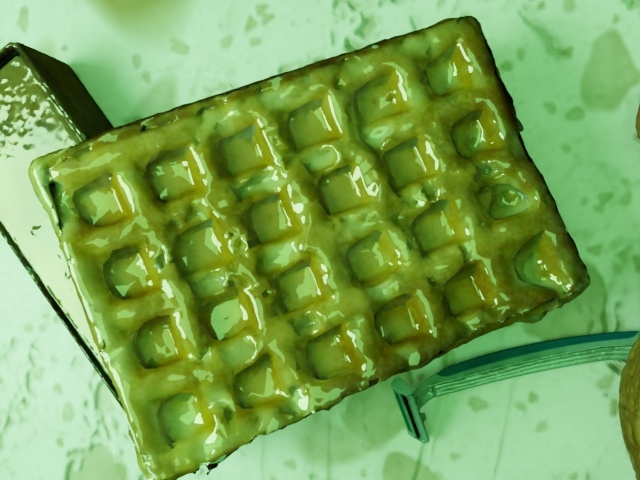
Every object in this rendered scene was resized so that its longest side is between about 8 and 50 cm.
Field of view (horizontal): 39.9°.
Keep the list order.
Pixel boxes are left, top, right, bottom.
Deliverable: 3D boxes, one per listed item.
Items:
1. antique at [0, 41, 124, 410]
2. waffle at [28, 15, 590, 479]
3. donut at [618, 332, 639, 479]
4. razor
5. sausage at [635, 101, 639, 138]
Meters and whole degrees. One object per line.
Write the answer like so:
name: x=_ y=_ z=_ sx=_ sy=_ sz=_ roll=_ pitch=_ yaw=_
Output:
antique: x=-0.155 y=0.007 z=0.652 sx=0.093 sy=0.087 sz=0.310 roll=-37 pitch=83 yaw=8
waffle: x=0.000 y=0.000 z=0.572 sx=0.308 sy=0.091 sz=0.213 roll=-22 pitch=86 yaw=-10
donut: x=0.330 y=0.128 z=0.510 sx=0.299 sy=0.150 sz=0.317 roll=-2 pitch=86 yaw=1
razor: x=0.146 y=0.090 z=0.619 sx=0.191 sy=0.068 sz=0.037 roll=-17 pitch=46 yaw=5
sausage: x=0.292 y=-0.122 z=0.572 sx=0.194 sy=0.077 sz=0.077 roll=-42 pitch=83 yaw=8
